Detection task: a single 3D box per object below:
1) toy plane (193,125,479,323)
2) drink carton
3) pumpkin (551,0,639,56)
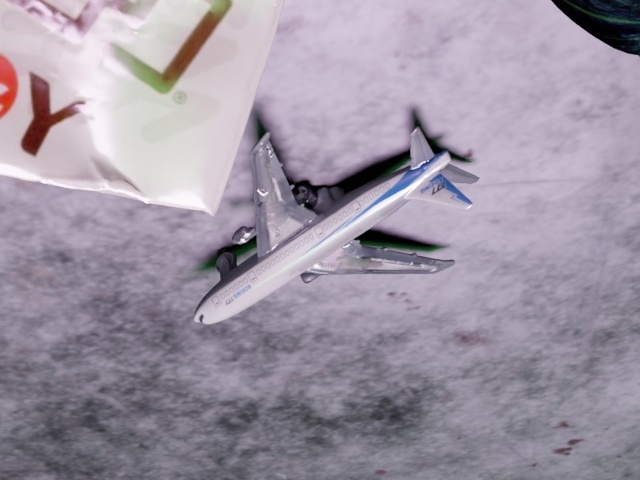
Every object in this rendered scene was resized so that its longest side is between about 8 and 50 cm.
[{"bbox_3d":[0.001,-0.003,0.856,0.226,0.058,0.226,-25,145,27],"label":"toy plane"},{"bbox_3d":[-0.177,-0.139,0.507,0.325,0.132,0.194,10,111,-25],"label":"drink carton"},{"bbox_3d":[0.186,-0.155,0.603,0.194,0.150,0.194,3,140,2],"label":"pumpkin"}]
